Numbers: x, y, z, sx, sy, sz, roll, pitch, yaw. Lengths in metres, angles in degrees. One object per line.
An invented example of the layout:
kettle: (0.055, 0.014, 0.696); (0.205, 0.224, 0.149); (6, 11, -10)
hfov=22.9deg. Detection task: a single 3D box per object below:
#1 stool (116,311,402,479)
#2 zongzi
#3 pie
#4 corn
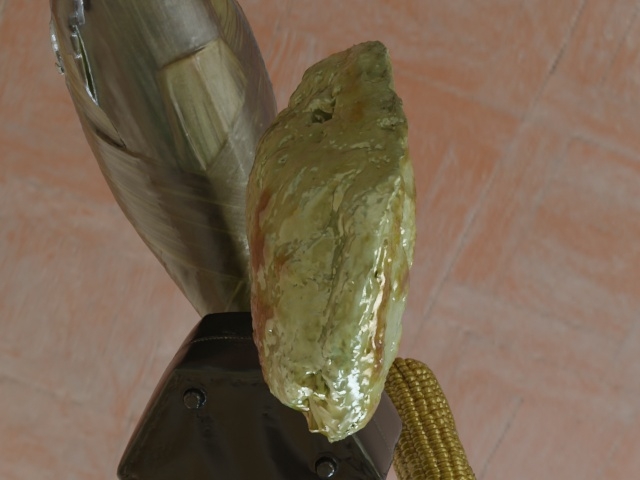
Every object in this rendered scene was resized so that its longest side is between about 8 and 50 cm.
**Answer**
stool: (-0.050, 0.176, 1.354); (0.232, 0.141, 0.232); (3, 109, 9)
zongzi: (-0.135, -0.096, 1.596); (0.208, 0.432, 0.403); (-18, 151, -1)
pie: (0.000, 0.000, 0.907); (0.090, 0.248, 0.201); (7, 120, -10)
corn: (0.111, 0.218, 1.577); (0.080, 0.231, 0.080); (-15, 143, -11)
